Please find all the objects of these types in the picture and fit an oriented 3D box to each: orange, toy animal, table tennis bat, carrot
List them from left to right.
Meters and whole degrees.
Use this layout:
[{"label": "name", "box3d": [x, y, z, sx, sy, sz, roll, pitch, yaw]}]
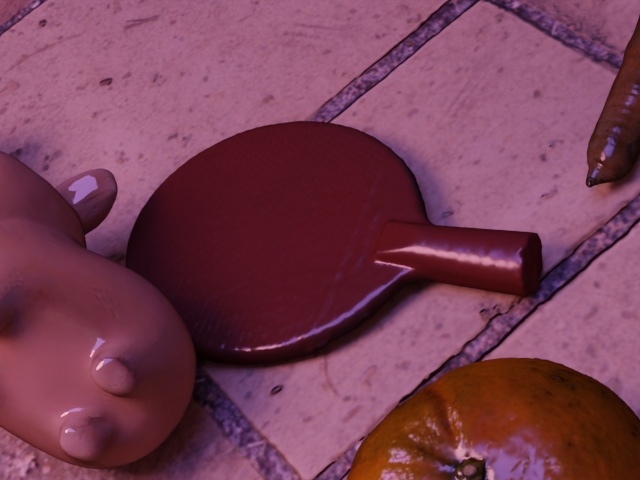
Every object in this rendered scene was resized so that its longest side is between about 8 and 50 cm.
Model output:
[{"label": "toy animal", "box3d": [-0.253, 0.058, 1.109, 0.326, 0.269, 0.237, 36, 96, -4]}, {"label": "table tennis bat", "box3d": [0.000, 0.000, 1.169, 0.415, 0.051, 0.268, 6, 58, 29]}, {"label": "orange", "box3d": [0.125, 0.189, 0.883, 0.240, 0.171, 0.240, -12, 49, 14]}, {"label": "carrot", "box3d": [0.312, -0.182, 1.167, 0.070, 0.070, 0.342, 15, 67, 32]}]
